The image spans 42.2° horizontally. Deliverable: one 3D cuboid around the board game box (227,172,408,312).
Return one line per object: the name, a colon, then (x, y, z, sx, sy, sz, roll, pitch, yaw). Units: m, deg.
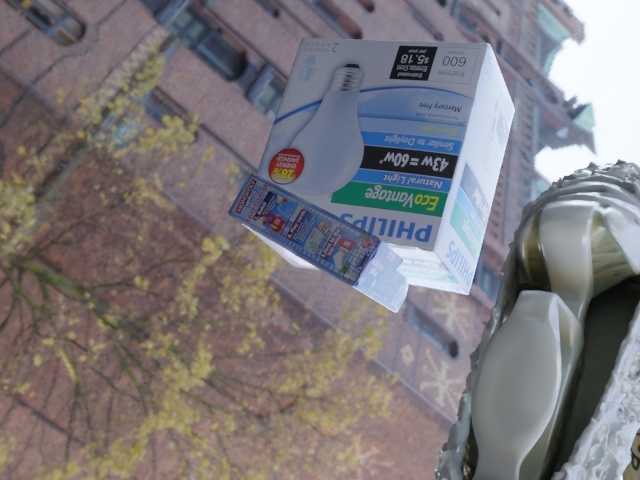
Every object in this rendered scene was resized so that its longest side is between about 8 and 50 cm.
board game box: (0.000, 0.000, 0.955, 0.060, 0.194, 0.194, -59, 158, -2)

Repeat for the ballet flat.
ballet flat: (0.177, 0.058, 0.581, 0.147, 0.147, 0.409, -31, -155, 51)

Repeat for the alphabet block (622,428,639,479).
alphabet block: (0.604, 0.319, 1.314, 0.192, 0.193, 0.197, -16, -100, 56)

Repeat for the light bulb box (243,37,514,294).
light bulb box: (0.107, -0.131, 1.422, 0.358, 0.225, 0.361, 8, -107, 28)
